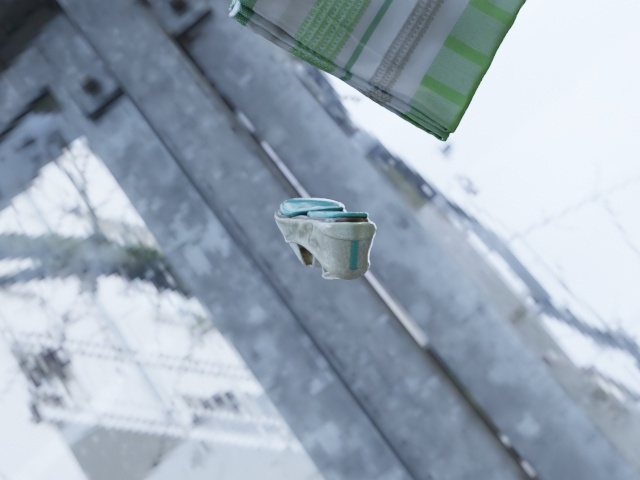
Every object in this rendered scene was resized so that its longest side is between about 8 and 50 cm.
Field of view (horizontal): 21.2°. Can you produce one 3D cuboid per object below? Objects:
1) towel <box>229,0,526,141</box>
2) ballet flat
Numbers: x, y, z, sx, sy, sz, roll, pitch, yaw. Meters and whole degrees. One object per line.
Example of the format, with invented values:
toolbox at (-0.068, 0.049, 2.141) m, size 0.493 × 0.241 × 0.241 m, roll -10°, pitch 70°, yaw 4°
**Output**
towel at (0.036, -0.142, 1.006) m, size 0.113 × 0.152 × 0.023 m, roll -61°, pitch 2°, yaw -15°
ballet flat at (0.000, 0.000, 1.235) m, size 0.057 × 0.168 × 0.052 m, roll -2°, pitch -84°, yaw -10°
